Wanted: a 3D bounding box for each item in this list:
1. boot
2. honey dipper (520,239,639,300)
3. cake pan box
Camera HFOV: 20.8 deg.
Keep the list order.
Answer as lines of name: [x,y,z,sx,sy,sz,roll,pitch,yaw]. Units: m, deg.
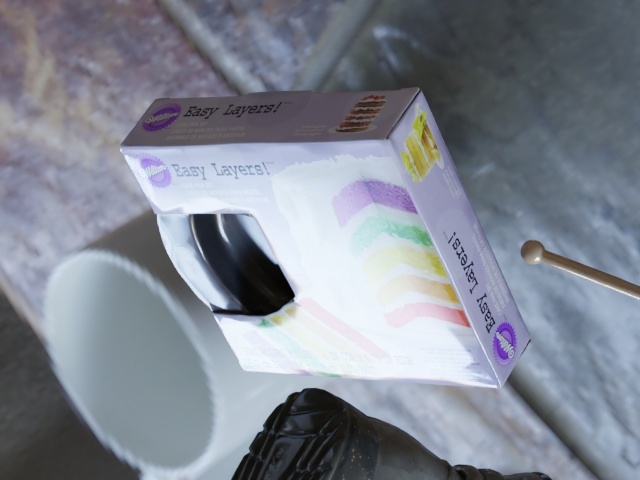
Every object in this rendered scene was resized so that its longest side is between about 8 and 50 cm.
boot: [0.001,0.194,0.814,0.246,0.161,0.083,-54,33,11]
honey dipper: [0.217,0.034,1.245,0.161,0.030,0.030,20,127,21]
cake pan box: [0.000,0.000,1.332,0.267,0.070,0.245,2,130,36]
